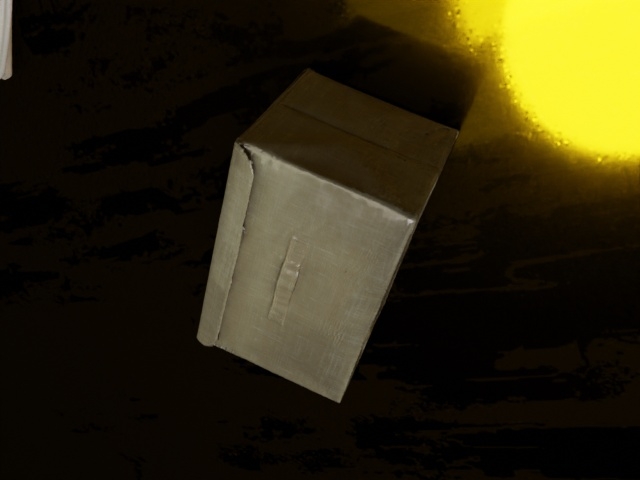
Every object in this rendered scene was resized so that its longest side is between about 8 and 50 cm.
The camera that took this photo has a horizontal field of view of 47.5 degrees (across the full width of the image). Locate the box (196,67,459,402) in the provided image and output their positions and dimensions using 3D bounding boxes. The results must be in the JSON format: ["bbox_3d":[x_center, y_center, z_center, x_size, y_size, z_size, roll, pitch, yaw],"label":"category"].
[{"bbox_3d":[0.000,0.000,0.644,0.149,0.155,0.231,24,129,7],"label":"box"}]

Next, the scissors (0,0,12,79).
[{"bbox_3d":[-0.298,-0.257,0.675,0.118,0.030,0.242,25,127,9],"label":"scissors"}]
